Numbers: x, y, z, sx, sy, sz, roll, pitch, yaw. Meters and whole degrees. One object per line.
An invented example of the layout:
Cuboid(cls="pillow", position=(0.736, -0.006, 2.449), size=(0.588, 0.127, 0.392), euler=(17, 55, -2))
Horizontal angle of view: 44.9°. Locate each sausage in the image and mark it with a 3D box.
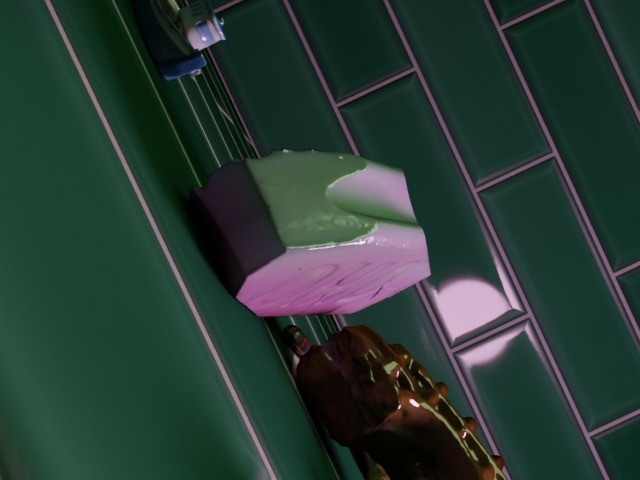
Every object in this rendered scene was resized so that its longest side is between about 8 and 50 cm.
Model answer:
Cuboid(cls="sausage", position=(-0.020, 0.146, 1.018), size=(0.198, 0.025, 0.028), euler=(62, 34, -64))

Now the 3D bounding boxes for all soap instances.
Cuboid(cls="soap", position=(0.000, 0.000, 0.807), size=(0.323, 0.192, 0.109), euler=(9, 56, -56))

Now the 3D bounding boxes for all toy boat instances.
Cuboid(cls="toy boat", position=(-0.180, -0.282, 1.015), size=(0.088, 0.102, 0.215), euler=(61, 3, -43))

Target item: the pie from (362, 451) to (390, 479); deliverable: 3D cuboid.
Cuboid(cls="pie", position=(0.083, 0.301, 1.262), size=(0.277, 0.078, 0.277), euler=(156, -90, -89))

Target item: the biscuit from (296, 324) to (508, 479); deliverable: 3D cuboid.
Cuboid(cls="biscuit", position=(0.116, 0.266, 0.848), size=(0.268, 0.115, 0.366), euler=(36, 23, -36))
